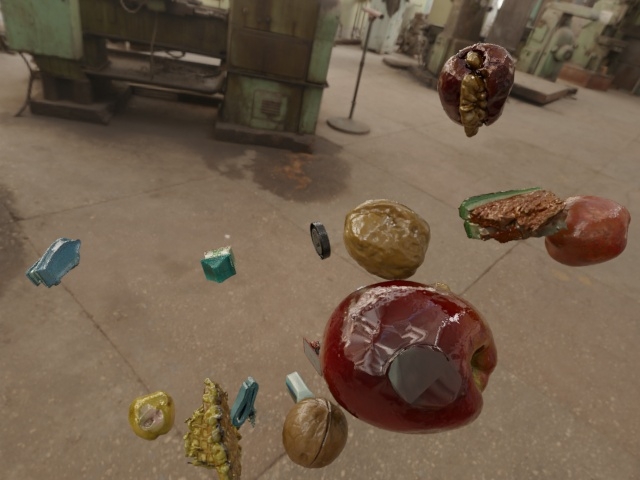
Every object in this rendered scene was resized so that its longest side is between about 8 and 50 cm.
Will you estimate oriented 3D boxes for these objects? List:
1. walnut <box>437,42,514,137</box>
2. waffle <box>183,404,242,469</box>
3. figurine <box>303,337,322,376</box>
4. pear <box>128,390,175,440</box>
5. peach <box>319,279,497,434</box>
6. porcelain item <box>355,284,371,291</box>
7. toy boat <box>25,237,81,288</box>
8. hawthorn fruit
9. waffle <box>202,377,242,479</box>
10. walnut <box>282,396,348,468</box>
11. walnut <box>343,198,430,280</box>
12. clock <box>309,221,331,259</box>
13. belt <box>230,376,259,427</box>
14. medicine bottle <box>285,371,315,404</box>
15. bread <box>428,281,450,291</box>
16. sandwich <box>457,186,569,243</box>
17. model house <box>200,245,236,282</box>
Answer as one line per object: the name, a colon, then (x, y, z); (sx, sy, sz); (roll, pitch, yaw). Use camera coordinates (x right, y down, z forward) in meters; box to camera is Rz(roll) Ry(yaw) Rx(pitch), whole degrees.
walnut: (0.474, -0.444, 1.319); (0.222, 0.269, 0.243); (-3, 62, 23)
waffle: (-0.397, 0.751, 1.639); (0.262, 0.060, 0.280); (60, 23, -1)
figurine: (0.055, 0.508, 2.085); (0.226, 0.183, 0.160); (-27, 55, -20)
pear: (-0.635, 0.664, 1.636); (0.178, 0.178, 0.178); (9, 33, -6)
peach: (0.197, 0.261, 0.974); (0.406, 0.335, 0.310); (9, 4, 9)
porcelain item: (0.179, 0.281, 1.432); (0.141, 0.259, 0.141); (-12, 8, 2)
toy boat: (-0.893, 0.066, 1.455); (0.098, 0.109, 0.238); (-16, 32, 9)
hawthorn fruit: (0.629, -0.025, 1.027); (0.189, 0.189, 0.189); (9, 33, -6)
waffle: (-0.276, 0.550, 1.223); (0.058, 0.300, 0.281); (-14, 18, -8)
walnut: (-0.014, 0.495, 1.117); (0.167, 0.207, 0.167); (14, 39, -12)
walnut: (0.185, -0.010, 1.243); (0.257, 0.257, 0.224); (21, 44, 12)
clock: (0.000, 0.000, 2.023); (0.040, 0.184, 0.184); (-17, 41, -14)
belt: (-0.261, 0.585, 1.562); (0.100, 0.179, 0.065); (18, 6, -34)
medicine bottle: (-0.073, 0.663, 1.819); (0.083, 0.121, 0.229); (-18, 22, -18)
bread: (0.320, 0.273, 1.229); (0.167, 0.294, 0.132); (-17, 2, -2)
sandwich: (0.404, -0.041, 0.911); (0.185, 0.109, 0.160); (-11, 21, 4)
model house: (-0.420, 0.103, 1.786); (0.127, 0.100, 0.149); (-13, 25, -1)
